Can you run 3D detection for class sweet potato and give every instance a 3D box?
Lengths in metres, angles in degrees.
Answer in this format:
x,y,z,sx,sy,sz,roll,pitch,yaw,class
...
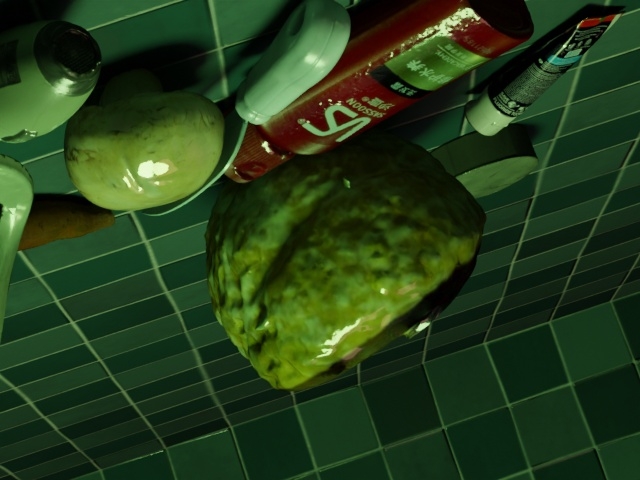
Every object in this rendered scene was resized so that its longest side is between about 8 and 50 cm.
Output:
x,y,z,sx,sy,sz,roll,pitch,yaw,class
-0.300,-0.011,1.722,0.264,0.057,0.057,-8,163,-41,sweet potato

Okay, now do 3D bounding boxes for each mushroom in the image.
x,y,z,sx,sy,sz,roll,pitch,yaw,class
-0.149,-0.083,1.522,0.148,0.112,0.148,-17,169,-3,mushroom

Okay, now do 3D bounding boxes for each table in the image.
x,y,z,sx,sy,sz,roll,pitch,yaw,class
0.181,-0.086,2.074,0.133,0.043,0.133,-17,166,-4,table

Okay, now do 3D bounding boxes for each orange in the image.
x,y,z,sx,sy,sz,roll,pitch,yaw,class
0.000,0.000,1.778,0.271,0.210,0.368,-44,-166,-4,orange

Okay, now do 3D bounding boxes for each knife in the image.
x,y,z,sx,sy,sz,roll,pitch,yaw,class
-0.076,-0.094,1.563,0.044,0.080,0.331,23,136,-24,knife

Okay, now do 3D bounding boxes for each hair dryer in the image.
x,y,z,sx,sy,sz,roll,pitch,yaw,class
-0.293,-0.109,1.353,0.224,0.088,0.219,1,164,-20,hair dryer

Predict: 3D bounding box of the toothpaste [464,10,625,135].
x,y,z,sx,sy,sz,roll,pitch,yaw,class
0.224,-0.174,1.813,0.071,0.045,0.193,-16,162,-45,toothpaste

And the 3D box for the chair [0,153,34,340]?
x,y,z,sx,sy,sz,roll,pitch,yaw,class
-0.375,0.029,1.449,0.274,0.191,0.203,0,175,23,chair

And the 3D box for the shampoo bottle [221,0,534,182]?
x,y,z,sx,sy,sz,roll,pitch,yaw,class
0.033,-0.145,1.590,0.314,0.076,0.118,-28,155,32,shampoo bottle
